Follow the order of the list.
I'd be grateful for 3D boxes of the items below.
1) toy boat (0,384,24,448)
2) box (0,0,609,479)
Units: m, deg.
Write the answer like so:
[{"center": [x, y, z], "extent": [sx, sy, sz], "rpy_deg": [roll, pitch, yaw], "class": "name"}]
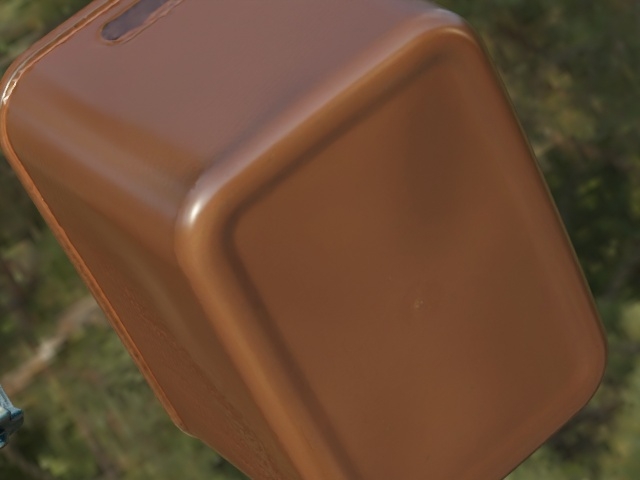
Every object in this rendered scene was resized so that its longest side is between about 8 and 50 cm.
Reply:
[{"center": [-0.257, 0.107, 1.358], "extent": [0.088, 0.102, 0.215], "rpy_deg": [-30, -11, -20], "class": "toy boat"}, {"center": [0.000, 0.000, 1.242], "extent": [0.239, 0.339, 0.229], "rpy_deg": [-39, 38, -15], "class": "box"}]
